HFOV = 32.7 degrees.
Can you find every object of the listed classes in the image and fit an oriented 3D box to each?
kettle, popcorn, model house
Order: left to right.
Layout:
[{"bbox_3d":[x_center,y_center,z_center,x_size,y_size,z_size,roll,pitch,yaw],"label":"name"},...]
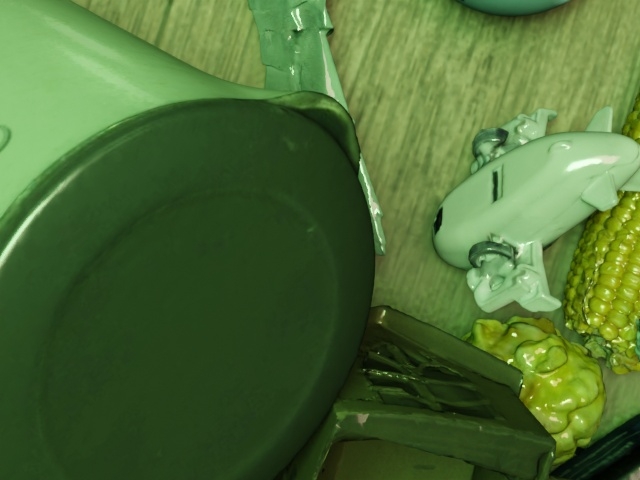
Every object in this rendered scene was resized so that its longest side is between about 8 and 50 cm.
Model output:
[{"bbox_3d":[-0.201,0.025,0.589,0.377,0.250,0.361,29,79,43],"label":"kettle"},{"bbox_3d":[0.050,0.158,0.696,0.205,0.243,0.211,12,102,-13],"label":"model house"},{"bbox_3d":[0.144,0.101,0.769,0.106,0.121,0.116,-38,97,-38],"label":"popcorn"}]

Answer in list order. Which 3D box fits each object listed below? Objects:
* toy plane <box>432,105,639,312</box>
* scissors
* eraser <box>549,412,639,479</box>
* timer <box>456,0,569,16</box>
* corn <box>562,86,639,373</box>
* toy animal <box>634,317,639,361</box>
[{"bbox_3d":[0.150,-0.026,0.761,0.080,0.174,0.174,31,85,-30],"label":"toy plane"},{"bbox_3d":[-0.018,-0.174,0.765,0.256,0.029,0.383,-8,92,31],"label":"scissors"},{"bbox_3d":[0.169,0.261,0.765,0.332,0.101,0.155,-33,89,-3],"label":"eraser"},{"bbox_3d":[0.108,-0.277,0.759,0.175,0.175,0.255,-35,92,-4],"label":"timer"},{"bbox_3d":[0.254,-0.046,0.790,0.106,0.106,0.293,26,88,-1],"label":"corn"},{"bbox_3d":[0.319,0.054,0.783,0.253,0.070,0.079,-14,99,-18],"label":"toy animal"}]
